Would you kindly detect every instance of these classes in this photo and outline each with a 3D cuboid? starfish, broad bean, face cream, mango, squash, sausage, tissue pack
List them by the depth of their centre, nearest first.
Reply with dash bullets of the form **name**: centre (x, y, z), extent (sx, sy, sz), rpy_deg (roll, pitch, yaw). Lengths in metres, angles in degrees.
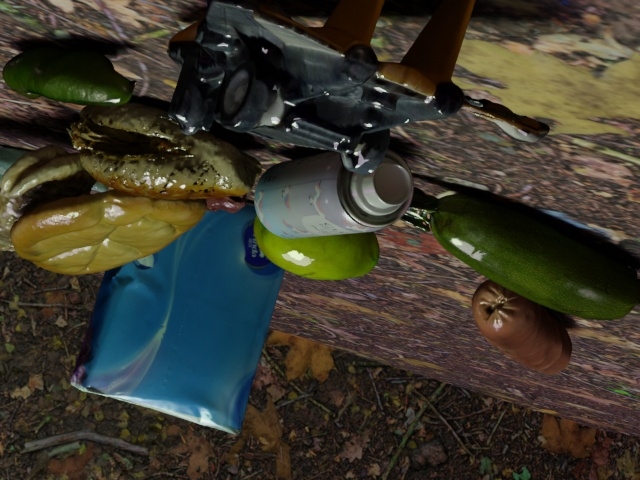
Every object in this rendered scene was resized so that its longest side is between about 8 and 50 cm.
- **broad bean**: centre (-0.209, -0.132, 1.122), extent (0.061, 0.046, 0.195), rpy_deg (7, -178, -29)
- **face cream**: centre (0.013, -0.042, 1.214), extent (0.075, 0.075, 0.229), rpy_deg (19, 171, -20)
- **squash**: centre (0.204, 0.022, 1.289), extent (0.318, 0.071, 0.080), rpy_deg (21, 171, -32)
- **mango**: centre (-0.006, -0.002, 1.468), extent (0.117, 0.089, 0.163), rpy_deg (13, 172, 20)
- **starfish**: centre (-0.418, -0.037, 1.516), extent (0.432, 0.082, 0.324), rpy_deg (1, 167, 15)
- **tissue pack**: centre (-0.160, 0.075, 1.660), extent (0.198, 0.263, 0.146), rpy_deg (18, 171, -14)
- **sausage**: centre (0.259, 0.113, 1.785), extent (0.088, 0.088, 0.433), rpy_deg (13, 171, 21)

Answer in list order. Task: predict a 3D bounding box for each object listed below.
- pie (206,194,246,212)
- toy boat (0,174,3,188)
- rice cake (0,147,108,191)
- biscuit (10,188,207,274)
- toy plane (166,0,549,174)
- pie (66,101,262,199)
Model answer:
- **pie**: centre (-0.148, -0.064, 1.512), extent (0.153, 0.038, 0.153), rpy_deg (13, 171, 2)
- **toy boat**: centre (-0.401, -0.045, 1.984), extent (0.208, 0.079, 0.134), rpy_deg (21, 168, -25)
- **rice cake**: centre (-0.329, -0.083, 1.701), extent (0.180, 0.042, 0.030), rpy_deg (10, 168, 29)
- **biscuit**: centre (-0.227, -0.007, 1.479), extent (0.203, 0.041, 0.260), rpy_deg (-9, 166, -25)
- **toy plane**: centre (-0.031, -0.097, 0.815), extent (0.204, 0.103, 0.316), rpy_deg (20, 171, -30)
- **pie**: centre (-0.142, -0.074, 1.298), extent (0.163, 0.079, 0.193), rpy_deg (17, 173, -37)
